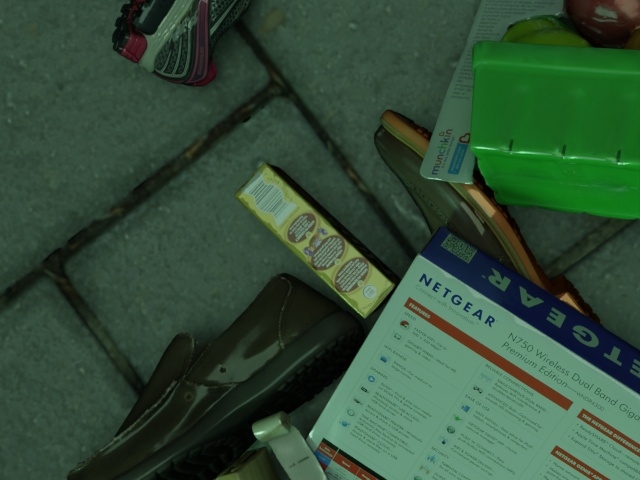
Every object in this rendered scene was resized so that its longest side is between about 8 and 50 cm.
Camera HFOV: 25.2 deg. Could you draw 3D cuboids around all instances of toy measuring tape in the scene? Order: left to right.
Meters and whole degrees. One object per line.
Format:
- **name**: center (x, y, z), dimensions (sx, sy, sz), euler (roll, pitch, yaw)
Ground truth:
- **toy measuring tape**: center (0.015, 0.334, 1.442), dimensions (0.121, 0.121, 0.330), euler (-28, 98, 7)

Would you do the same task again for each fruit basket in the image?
- **fruit basket**: center (0.296, -0.186, 1.390), dimensions (0.327, 0.165, 0.353), euler (7, 57, 28)

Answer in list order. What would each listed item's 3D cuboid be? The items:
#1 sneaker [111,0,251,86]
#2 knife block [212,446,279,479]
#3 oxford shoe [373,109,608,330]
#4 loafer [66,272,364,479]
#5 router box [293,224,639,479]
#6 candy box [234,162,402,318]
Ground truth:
- **sneaker**: center (-0.108, -0.308, 1.524), dimensions (0.112, 0.121, 0.299), euler (29, 93, -23)
- **knife block**: center (-0.036, 0.389, 1.497), dimensions (0.242, 0.088, 0.275), euler (26, 107, 11)
- **oxford shoe**: center (0.156, 0.026, 1.478), dimensions (0.133, 0.130, 0.363), euler (-39, 86, 12)
- **loafer**: center (-0.126, 0.169, 1.525), dimensions (0.366, 0.134, 0.130), euler (-36, 65, -3)
- **router box**: center (0.181, 0.199, 1.436), dimensions (0.335, 0.082, 0.301), euler (33, 120, 6)
- **candy box**: center (0.000, 0.000, 1.503), dimensions (0.187, 0.109, 0.053), euler (42, 95, 6)
